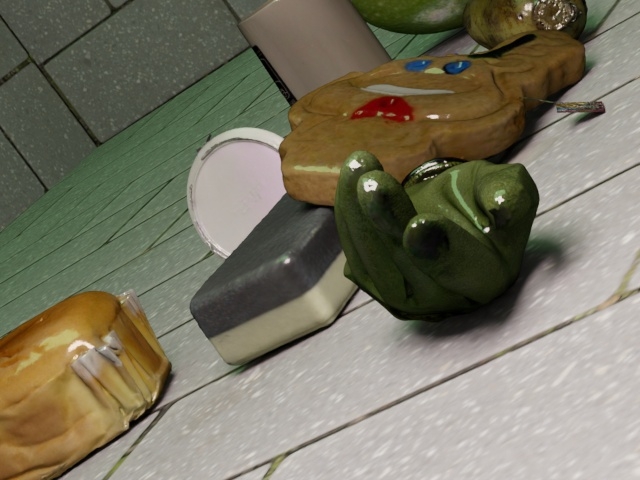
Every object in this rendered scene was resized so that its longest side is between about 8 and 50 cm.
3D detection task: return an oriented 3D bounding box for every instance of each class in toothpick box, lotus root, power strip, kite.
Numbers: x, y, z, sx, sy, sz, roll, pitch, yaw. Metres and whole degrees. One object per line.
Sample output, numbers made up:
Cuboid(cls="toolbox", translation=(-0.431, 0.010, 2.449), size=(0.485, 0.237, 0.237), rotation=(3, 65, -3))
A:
Cuboid(cls="toothpick box", translation=(0.012, -0.167, 1.860), size=(0.111, 0.180, 0.111), rotation=(-34, 9, 6))
Cuboid(cls="lotus root", translation=(0.186, -0.203, 1.714), size=(0.089, 0.080, 0.179), rotation=(-27, 12, -12))
Cuboid(cls="power strip", translation=(0.000, 0.000, 1.462), size=(0.105, 0.070, 0.256), rotation=(-25, 15, 32))
Cuboid(cls="kite", translation=(0.178, -0.100, 1.412), size=(0.078, 0.002, 0.044), rotation=(5, 18, 25))

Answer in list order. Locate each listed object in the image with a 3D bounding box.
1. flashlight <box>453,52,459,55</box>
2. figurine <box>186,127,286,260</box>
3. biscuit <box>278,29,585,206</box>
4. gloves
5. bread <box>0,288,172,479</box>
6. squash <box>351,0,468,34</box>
Cuboid(cls="flashlight", translation=(0.147, -0.142, 1.716), size=(0.035, 0.057, 0.121), rotation=(1, 3, -21))
Cuboid(cls="figurine", translation=(-0.034, -0.051, 1.698), size=(0.132, 0.132, 0.154), rotation=(-31, 0, 27))
Cuboid(cls="biscuit", translation=(0.089, -0.108, 1.496), size=(0.320, 0.047, 0.183), rotation=(-22, 30, -29))
Cuboid(cls="gloves", translation=(0.071, -0.005, 1.152), size=(0.135, 0.107, 0.268), rotation=(-26, -5, 11))
Cuboid(cls="bread", translation=(-0.241, 0.138, 1.525), size=(0.241, 0.107, 0.136), rotation=(-34, 13, 15))
Cuboid(cls="squash", translation=(0.154, -0.366, 2.149), size=(0.309, 0.310, 0.310), rotation=(-46, 0, 44))
